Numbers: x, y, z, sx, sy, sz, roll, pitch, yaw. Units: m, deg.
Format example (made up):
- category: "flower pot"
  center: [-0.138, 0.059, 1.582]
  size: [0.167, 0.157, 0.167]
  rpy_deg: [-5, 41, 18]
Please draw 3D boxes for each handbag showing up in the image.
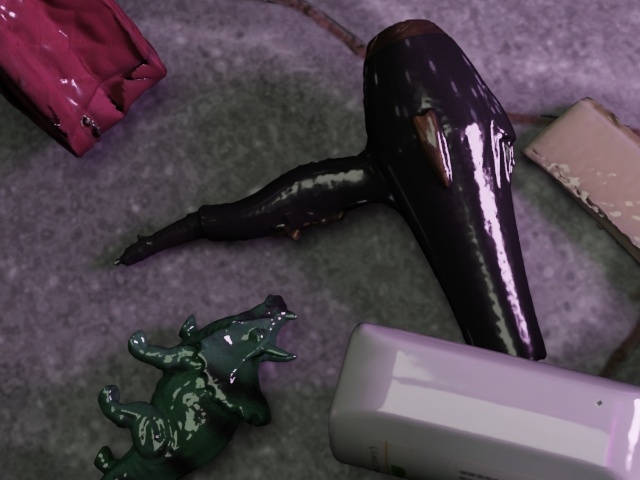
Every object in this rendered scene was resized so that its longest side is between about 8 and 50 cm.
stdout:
- category: "handbag"
  center: [-0.243, -0.184, 1.041]
  size: [0.135, 0.225, 0.146]
  rpy_deg: [-44, 49, -7]

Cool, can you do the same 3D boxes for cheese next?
- category: "cheese"
  center: [0.328, 0.035, 0.987]
  size: [0.085, 0.034, 0.400]
  rpy_deg: [-39, 71, -12]

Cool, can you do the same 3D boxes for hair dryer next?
- category: "hair dryer"
  center: [0.000, 0.000, 1.030]
  size: [0.360, 0.120, 0.303]
  rpy_deg: [-17, 83, 12]

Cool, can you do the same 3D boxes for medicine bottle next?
- category: "medicine bottle"
  center: [0.160, 0.146, 0.900]
  size: [0.296, 0.161, 0.111]
  rpy_deg: [12, 71, 10]

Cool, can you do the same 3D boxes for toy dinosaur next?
- category: "toy dinosaur"
  center: [-0.138, 0.145, 0.985]
  size: [0.292, 0.079, 0.120]
  rpy_deg: [-36, 73, -4]
